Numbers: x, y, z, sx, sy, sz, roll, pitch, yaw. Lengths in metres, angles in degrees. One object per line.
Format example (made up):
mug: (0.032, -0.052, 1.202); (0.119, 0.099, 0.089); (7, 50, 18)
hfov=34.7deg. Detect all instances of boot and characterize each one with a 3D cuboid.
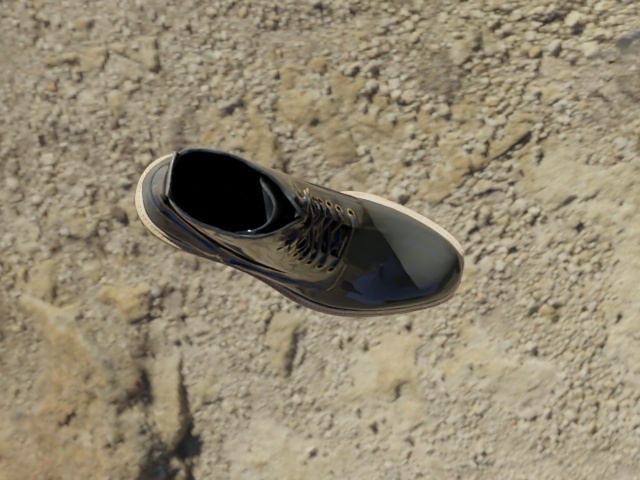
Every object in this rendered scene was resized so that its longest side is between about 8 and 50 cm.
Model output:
boot: (0.000, 0.000, 0.549); (0.198, 0.137, 0.077); (11, 86, -12)
